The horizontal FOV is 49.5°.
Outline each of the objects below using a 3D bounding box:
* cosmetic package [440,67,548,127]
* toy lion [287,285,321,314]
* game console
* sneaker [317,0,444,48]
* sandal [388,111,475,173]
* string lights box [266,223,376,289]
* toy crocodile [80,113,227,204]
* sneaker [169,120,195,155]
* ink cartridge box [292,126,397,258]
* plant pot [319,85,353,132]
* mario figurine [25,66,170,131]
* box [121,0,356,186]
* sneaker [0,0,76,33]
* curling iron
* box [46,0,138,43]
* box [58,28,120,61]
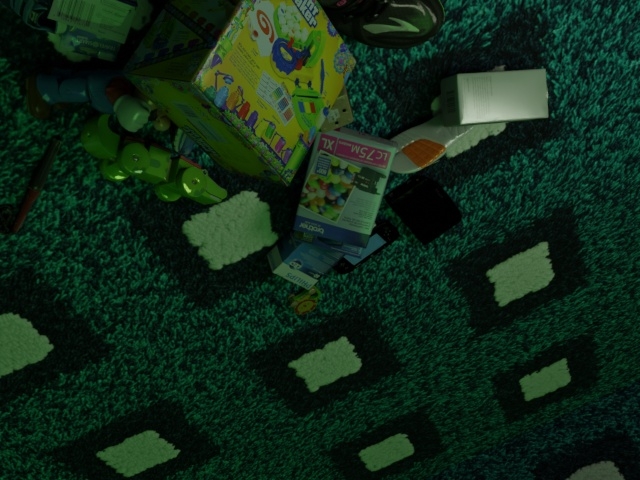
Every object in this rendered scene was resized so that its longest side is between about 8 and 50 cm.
[{"bbox_3d":[0.399,-0.326,1.590,0.231,0.085,0.117,-6,97,-17],"label":"cosmetic package"},{"bbox_3d":[-0.039,0.168,1.942,0.100,0.034,0.096,-37,140,13],"label":"toy lion"},{"bbox_3d":[0.187,-0.020,1.847,0.361,0.044,0.213,-35,133,13],"label":"game console"},{"bbox_3d":[0.038,-0.464,1.270,0.483,0.202,0.185,17,123,-32],"label":"sneaker"},{"bbox_3d":[0.264,-0.231,1.648,0.265,0.102,0.076,-31,166,-9],"label":"sandal"},{"bbox_3d":[0.000,0.000,1.768,0.133,0.077,0.260,30,115,-38],"label":"string lights box"},{"bbox_3d":[-0.348,-0.158,1.477,0.340,0.105,0.115,23,161,-36],"label":"toy crocodile"},{"bbox_3d":[-0.196,-0.297,1.385,0.147,0.130,0.330,21,120,-32],"label":"sneaker"},{"bbox_3d":[0.049,-0.104,1.615,0.186,0.065,0.311,15,117,1],"label":"ink cartridge box"},{"bbox_3d":[0.017,-0.295,1.491,0.109,0.096,0.109,-22,135,-2],"label":"plant pot"},{"bbox_3d":[-0.363,-0.249,1.278,0.320,0.198,0.170,0,149,9],"label":"mario figurine"},{"bbox_3d":[-0.122,-0.296,1.183,0.279,0.177,0.290,-62,141,-15],"label":"box"},{"bbox_3d":[-0.496,-0.401,1.197,0.144,0.059,0.053,23,125,-3],"label":"sneaker"},{"bbox_3d":[-0.616,-0.109,1.457,0.068,0.035,0.274,26,118,-37],"label":"curling iron"},{"bbox_3d":[-0.379,-0.403,1.149,0.126,0.137,0.072,13,122,-30],"label":"box"},{"bbox_3d":[-0.403,-0.421,1.250,0.109,0.042,0.178,8,127,-26],"label":"box"}]
